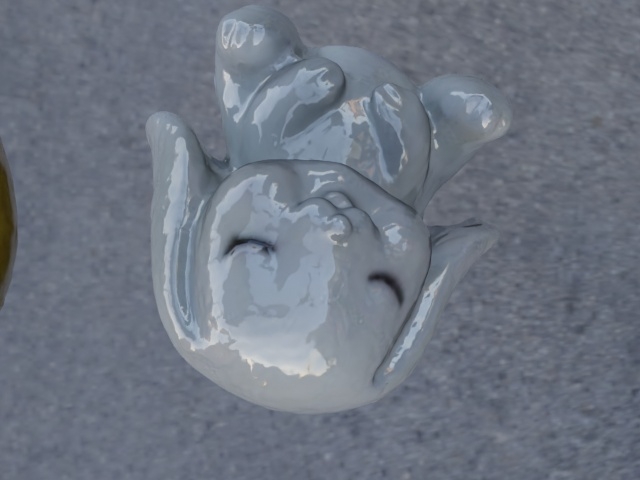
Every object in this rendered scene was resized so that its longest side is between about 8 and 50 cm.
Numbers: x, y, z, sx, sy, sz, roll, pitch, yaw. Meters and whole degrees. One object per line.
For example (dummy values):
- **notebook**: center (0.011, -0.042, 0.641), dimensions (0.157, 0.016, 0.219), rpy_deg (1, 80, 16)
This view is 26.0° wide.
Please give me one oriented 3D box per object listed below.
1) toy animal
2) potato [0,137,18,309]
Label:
- **toy animal**: center (0.000, 0.000, 0.957), dimensions (0.206, 0.271, 0.265), rpy_deg (117, 166, -49)
- **potato**: center (-0.283, -0.087, 0.748), dimensions (0.290, 0.296, 0.397), rpy_deg (15, 83, 55)
